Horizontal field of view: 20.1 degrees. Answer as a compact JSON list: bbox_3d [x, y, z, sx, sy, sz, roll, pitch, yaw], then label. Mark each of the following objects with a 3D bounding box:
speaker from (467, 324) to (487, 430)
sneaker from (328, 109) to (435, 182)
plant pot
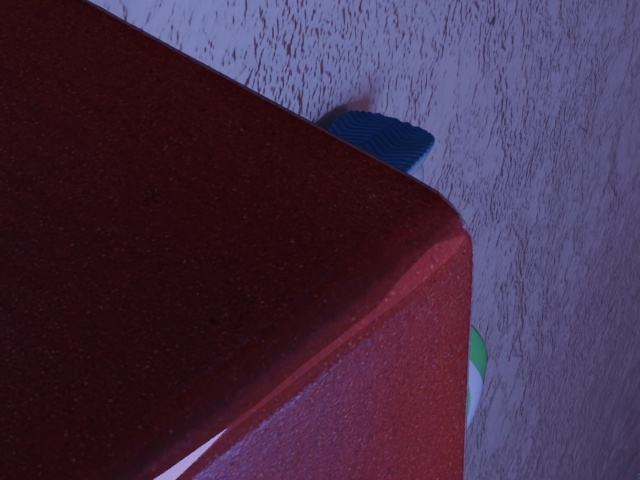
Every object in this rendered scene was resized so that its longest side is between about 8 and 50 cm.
[{"bbox_3d":[-0.002,0.171,1.150,0.296,0.131,0.131,-60,157,-25],"label":"speaker"},{"bbox_3d":[0.000,0.000,1.075,0.228,0.087,0.092,-35,142,-54],"label":"sneaker"},{"bbox_3d":[-0.125,0.090,0.642,0.235,0.267,0.267,-41,146,-30],"label":"plant pot"}]
